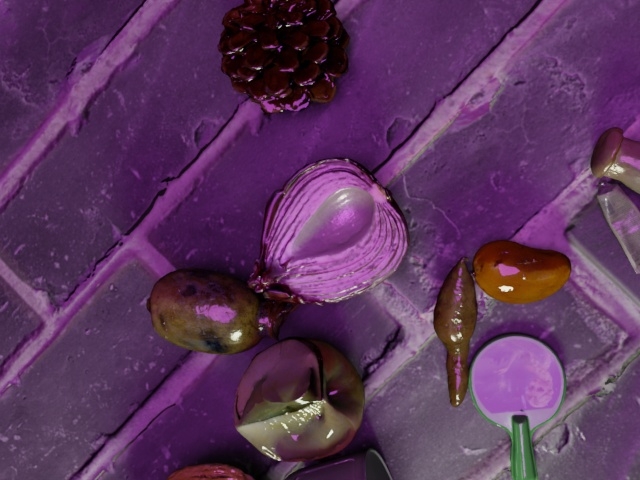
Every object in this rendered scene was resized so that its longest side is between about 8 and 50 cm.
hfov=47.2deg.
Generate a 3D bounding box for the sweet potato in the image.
[{"bbox_3d":[0.226,0.149,1.233,0.075,0.075,0.269,1,106,10],"label":"sweet potato"}]

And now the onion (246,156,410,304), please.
[{"bbox_3d":[0.000,0.000,1.228,0.284,0.120,0.227,-33,86,3],"label":"onion"}]

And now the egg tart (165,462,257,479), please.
[{"bbox_3d":[-0.155,0.541,1.296,0.342,0.132,0.341,4,100,21],"label":"egg tart"}]

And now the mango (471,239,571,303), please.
[{"bbox_3d":[0.328,0.055,1.196,0.160,0.084,0.105,8,102,10],"label":"mango"}]

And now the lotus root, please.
[{"bbox_3d":[-0.164,0.127,1.260,0.278,0.154,0.154,7,97,9],"label":"lotus root"}]

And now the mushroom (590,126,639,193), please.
[{"bbox_3d":[0.550,-0.105,1.137,0.247,0.096,0.108,12,120,12],"label":"mushroom"}]

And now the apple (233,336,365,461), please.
[{"bbox_3d":[-0.034,0.267,1.240,0.188,0.174,0.207,-29,93,31],"label":"apple"}]

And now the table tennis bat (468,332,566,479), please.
[{"bbox_3d":[0.336,0.284,1.242,0.161,0.039,0.256,-5,92,13],"label":"table tennis bat"}]

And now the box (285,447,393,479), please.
[{"bbox_3d":[0.047,0.476,1.213,0.149,0.226,0.226,-20,91,11],"label":"box"}]

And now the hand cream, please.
[{"bbox_3d":[0.499,-0.026,1.188,0.057,0.037,0.165,-32,96,11],"label":"hand cream"}]

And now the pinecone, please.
[{"bbox_3d":[-0.065,-0.319,1.174,0.222,0.221,0.221,1,95,10],"label":"pinecone"}]
